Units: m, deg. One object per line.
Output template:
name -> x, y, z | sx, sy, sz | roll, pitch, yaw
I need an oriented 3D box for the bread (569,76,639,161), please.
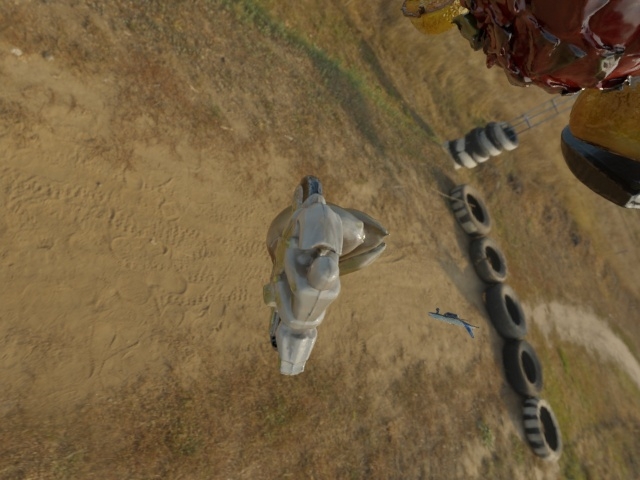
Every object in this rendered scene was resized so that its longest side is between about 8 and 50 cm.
bread -> 0.706, -0.251, 0.757 | 0.337, 0.328, 0.147 | -126, -156, -48

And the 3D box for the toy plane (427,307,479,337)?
toy plane -> 0.222, 0.134, 0.679 | 0.085, 0.078, 0.024 | 26, 76, 10

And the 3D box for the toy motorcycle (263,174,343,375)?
toy motorcycle -> -0.029, 0.062, 0.699 | 0.108, 0.223, 0.340 | 8, 102, -22

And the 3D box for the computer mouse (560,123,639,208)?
computer mouse -> 0.703, -0.185, 0.979 | 0.100, 0.170, 0.269 | 74, -9, -56

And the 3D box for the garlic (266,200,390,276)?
garlic -> 0.001, 0.001, 1.016 | 0.279, 0.325, 0.132 | 23, 44, -42

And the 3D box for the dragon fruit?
dragon fruit -> 0.311, -0.291, 0.456 | 0.299, 0.244, 0.244 | 19, 39, 13

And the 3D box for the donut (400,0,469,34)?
donut -> 0.256, -0.473, 0.789 | 0.078, 0.181, 0.146 | 46, 23, -38
